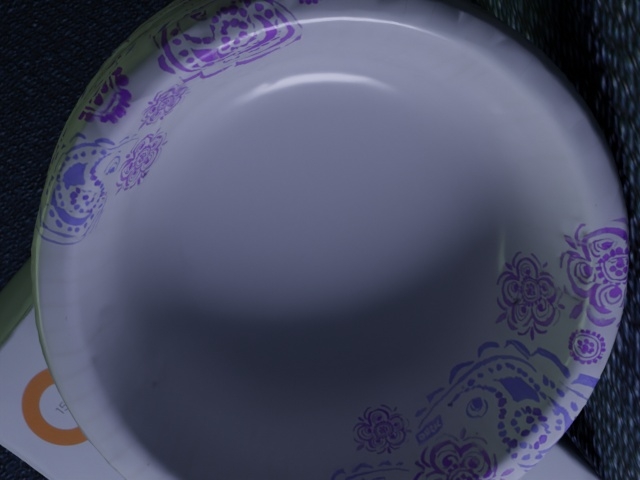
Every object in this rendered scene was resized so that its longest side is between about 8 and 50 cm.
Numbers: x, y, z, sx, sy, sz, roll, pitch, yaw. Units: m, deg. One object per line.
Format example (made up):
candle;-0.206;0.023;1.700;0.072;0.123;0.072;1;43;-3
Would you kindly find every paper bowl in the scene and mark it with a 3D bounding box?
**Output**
paper bowl;0.000;0.000;0.767;0.148;0.284;0.284;-113;9;-71

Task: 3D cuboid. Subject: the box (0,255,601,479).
box;-0.030;0.102;0.975;0.345;0.215;0.168;40;-174;-14
